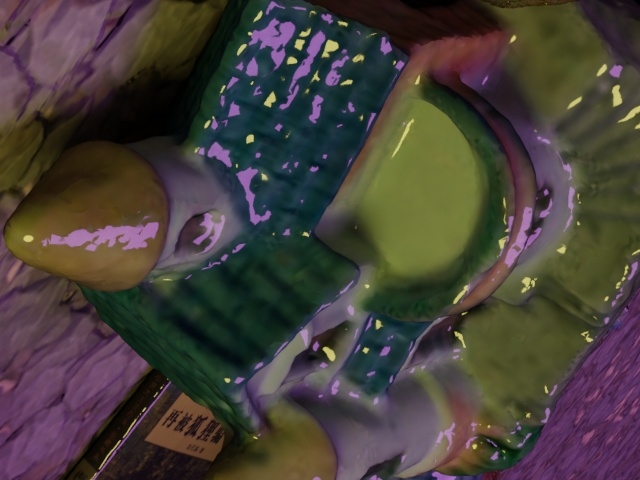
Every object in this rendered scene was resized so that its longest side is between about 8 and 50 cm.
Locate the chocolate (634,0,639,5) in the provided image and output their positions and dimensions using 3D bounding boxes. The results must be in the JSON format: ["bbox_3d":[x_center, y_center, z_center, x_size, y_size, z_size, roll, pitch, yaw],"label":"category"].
[{"bbox_3d":[0.173,-0.057,1.218,0.148,0.126,0.343,-85,-160,-47],"label":"chocolate"}]

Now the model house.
[{"bbox_3d":[0.000,0.000,0.812,0.325,0.194,0.267,-14,140,-54],"label":"model house"}]

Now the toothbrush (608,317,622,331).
[{"bbox_3d":[0.223,0.003,1.538,0.040,0.040,0.386,-48,157,-7],"label":"toothbrush"}]

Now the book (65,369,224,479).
[{"bbox_3d":[-0.113,0.153,1.070,0.228,0.024,0.160,-51,158,1],"label":"book"}]

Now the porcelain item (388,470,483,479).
[{"bbox_3d":[0.057,0.076,1.068,0.141,0.141,0.259,-15,113,-59],"label":"porcelain item"}]

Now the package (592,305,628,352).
[{"bbox_3d":[0.271,0.102,1.831,0.110,0.015,0.037,-38,156,-36],"label":"package"}]

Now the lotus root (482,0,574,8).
[{"bbox_3d":[0.126,-0.207,0.761,0.275,0.160,0.152,-42,-177,-20],"label":"lotus root"}]

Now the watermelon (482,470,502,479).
[{"bbox_3d":[0.062,0.081,1.231,0.231,0.128,0.146,37,67,-71],"label":"watermelon"}]
